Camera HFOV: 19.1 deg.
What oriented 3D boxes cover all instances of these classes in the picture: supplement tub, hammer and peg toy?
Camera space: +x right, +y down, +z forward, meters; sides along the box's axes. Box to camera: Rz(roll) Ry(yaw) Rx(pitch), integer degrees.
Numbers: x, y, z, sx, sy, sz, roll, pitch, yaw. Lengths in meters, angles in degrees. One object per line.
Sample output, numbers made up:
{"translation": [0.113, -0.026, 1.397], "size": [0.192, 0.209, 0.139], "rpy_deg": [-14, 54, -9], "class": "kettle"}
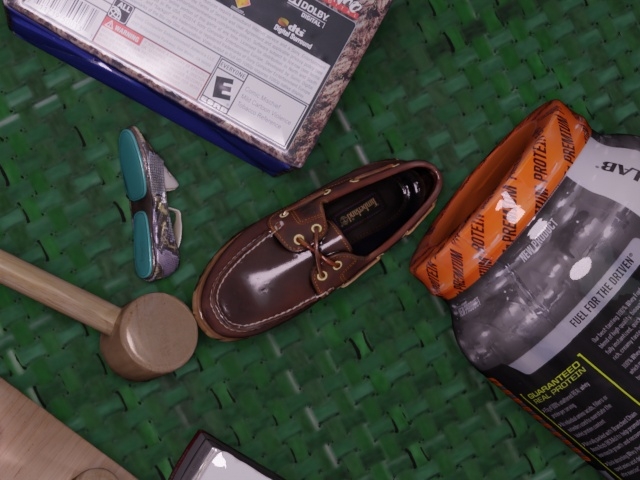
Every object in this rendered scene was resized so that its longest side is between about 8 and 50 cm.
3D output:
{"translation": [0.241, 0.068, 1.359], "size": [0.338, 0.207, 0.207], "rpy_deg": [40, 84, -6], "class": "supplement tub"}
{"translation": [-0.264, 0.153, 1.319], "size": [0.266, 0.127, 0.361], "rpy_deg": [37, 68, -6], "class": "hammer and peg toy"}

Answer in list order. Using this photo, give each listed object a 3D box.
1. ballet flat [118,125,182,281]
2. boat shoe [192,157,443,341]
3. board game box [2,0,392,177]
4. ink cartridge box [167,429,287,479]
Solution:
{"translation": [-0.122, -0.028, 1.398], "size": [0.041, 0.041, 0.114], "rpy_deg": [-8, 91, -8], "class": "ballet flat"}
{"translation": [0.000, 0.000, 1.360], "size": [0.207, 0.073, 0.073], "rpy_deg": [-37, 100, -27], "class": "boat shoe"}
{"translation": [-0.054, -0.227, 1.354], "size": [0.232, 0.141, 0.291], "rpy_deg": [30, 85, -7], "class": "board game box"}
{"translation": [-0.054, 0.187, 1.351], "size": [0.099, 0.135, 0.056], "rpy_deg": [32, 86, -6], "class": "ink cartridge box"}
